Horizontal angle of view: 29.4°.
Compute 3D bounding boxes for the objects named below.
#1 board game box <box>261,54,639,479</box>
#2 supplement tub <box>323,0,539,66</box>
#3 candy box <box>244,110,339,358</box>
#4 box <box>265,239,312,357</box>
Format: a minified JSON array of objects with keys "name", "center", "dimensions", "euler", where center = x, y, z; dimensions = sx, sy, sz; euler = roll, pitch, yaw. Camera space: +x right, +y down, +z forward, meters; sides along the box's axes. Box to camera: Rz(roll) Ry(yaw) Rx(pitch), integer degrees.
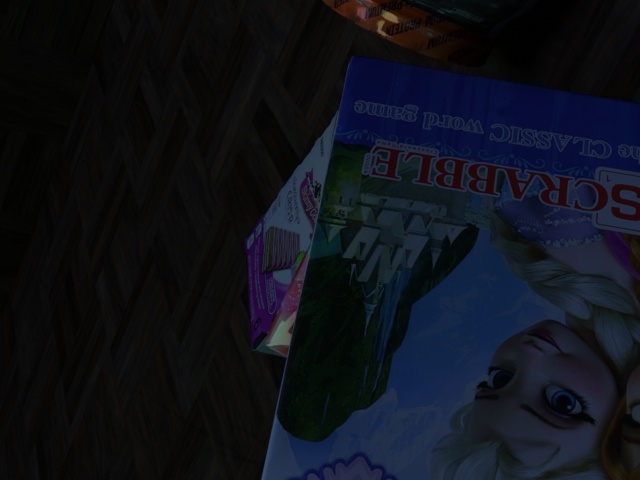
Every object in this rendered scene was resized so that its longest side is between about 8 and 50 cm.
[{"name":"board game box","center":[0.141,0.072,0.611],"dimensions":[0.066,0.318,0.318],"euler":[94,-174,-61]},{"name":"supplement tub","center":[0.135,-0.332,1.021],"dimensions":[0.338,0.207,0.207],"euler":[-67,26,20]},{"name":"candy box","center":[0.000,0.000,1.291],"dimensions":[0.233,0.071,0.159],"euler":[-51,34,42]},{"name":"box","center":[0.085,-0.005,0.872],"dimensions":[0.154,0.142,0.300],"euler":[-65,-5,22]}]
